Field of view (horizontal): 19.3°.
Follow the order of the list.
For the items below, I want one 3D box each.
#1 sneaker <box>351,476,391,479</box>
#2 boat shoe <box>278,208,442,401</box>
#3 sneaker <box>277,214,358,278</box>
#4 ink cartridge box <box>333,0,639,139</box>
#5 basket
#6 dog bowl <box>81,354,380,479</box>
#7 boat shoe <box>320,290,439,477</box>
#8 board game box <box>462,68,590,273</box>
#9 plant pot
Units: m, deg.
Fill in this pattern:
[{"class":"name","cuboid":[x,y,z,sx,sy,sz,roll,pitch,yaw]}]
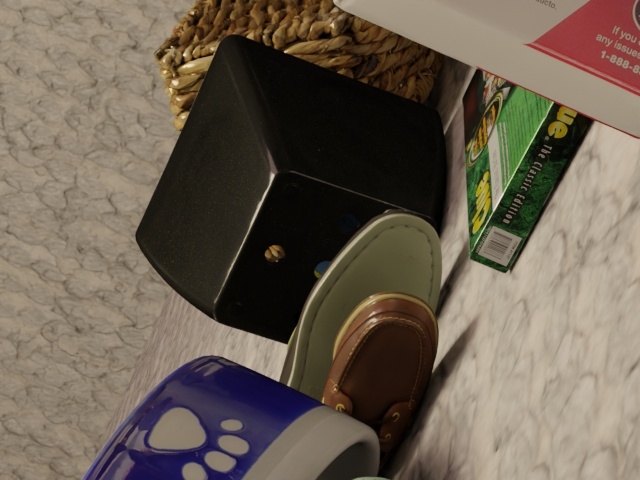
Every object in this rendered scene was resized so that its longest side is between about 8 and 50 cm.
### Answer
[{"class":"sneaker","cuboid":[-0.010,0.234,0.954,0.256,0.094,0.151,-61,7,34]},{"class":"boat shoe","cuboid":[0.016,0.071,1.259,0.069,0.081,0.228,-95,26,-65]},{"class":"sneaker","cuboid":[0.000,0.000,1.670,0.082,0.069,0.209,-52,6,-3]},{"class":"ink cartridge box","cuboid":[0.133,-0.190,0.875,0.100,0.172,0.237,171,121,-81]},{"class":"basket","cuboid":[0.006,-0.113,1.604,0.299,0.213,0.223,-72,-30,-69]},{"class":"dog bowl","cuboid":[-0.072,0.202,1.062,0.265,0.104,0.265,-56,-18,-28]},{"class":"boat shoe","cuboid":[0.029,0.107,1.159,0.060,0.064,0.178,-84,12,-49]},{"class":"board game box","cuboid":[0.129,-0.094,1.169,0.136,0.030,0.260,-61,9,24]},{"class":"plant pot","cuboid":[-0.010,-0.013,1.383,0.187,0.188,0.167,-64,21,20]}]
